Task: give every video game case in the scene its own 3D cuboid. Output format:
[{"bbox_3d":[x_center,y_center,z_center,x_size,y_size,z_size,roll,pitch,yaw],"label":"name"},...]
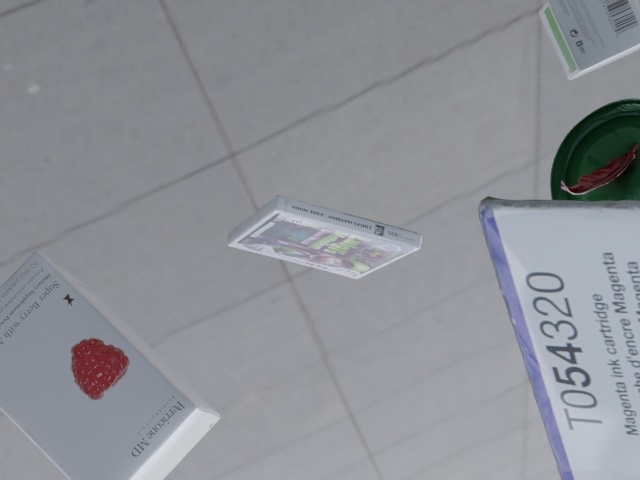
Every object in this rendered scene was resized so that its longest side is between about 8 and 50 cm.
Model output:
[{"bbox_3d":[0.000,0.000,1.494,0.173,0.022,0.190,14,163,-17],"label":"video game case"}]

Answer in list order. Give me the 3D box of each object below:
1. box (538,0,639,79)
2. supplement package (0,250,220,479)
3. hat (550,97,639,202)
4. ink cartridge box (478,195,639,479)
[{"bbox_3d":[0.338,-0.267,1.610,0.102,0.101,0.087,-25,179,2],"label":"box"},{"bbox_3d":[-0.300,0.184,1.674,0.177,0.293,0.175,-47,168,-5],"label":"supplement package"},{"bbox_3d":[0.344,-0.053,1.361,0.208,0.173,0.183,-34,-169,-5],"label":"hat"},{"bbox_3d":[0.248,0.099,0.424,0.071,0.330,0.324,-53,133,-40],"label":"ink cartridge box"}]
